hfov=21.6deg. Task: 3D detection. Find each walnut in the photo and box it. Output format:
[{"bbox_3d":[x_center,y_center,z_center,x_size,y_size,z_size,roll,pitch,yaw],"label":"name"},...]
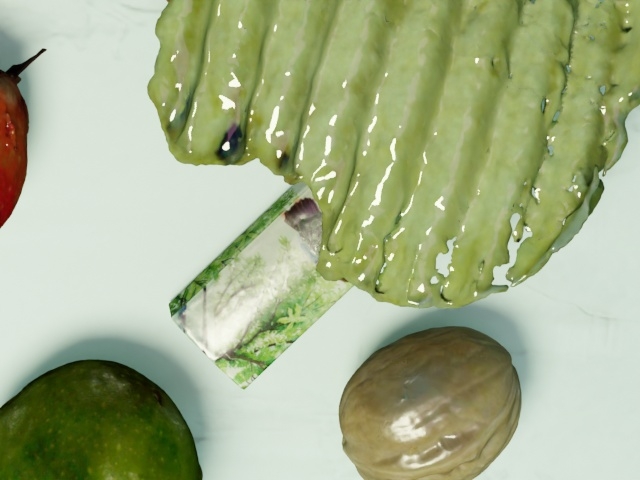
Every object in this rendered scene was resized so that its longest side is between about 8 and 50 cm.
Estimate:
[{"bbox_3d":[0.094,0.147,1.439,0.162,0.140,0.140,-20,106,9],"label":"walnut"}]

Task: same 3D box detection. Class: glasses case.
[{"bbox_3d":[0.000,0.000,1.426,0.272,0.062,0.095,-44,105,5],"label":"glasses case"}]

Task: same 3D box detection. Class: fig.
[{"bbox_3d":[-0.180,0.209,1.371,0.195,0.245,0.195,-8,112,-21],"label":"fig"}]

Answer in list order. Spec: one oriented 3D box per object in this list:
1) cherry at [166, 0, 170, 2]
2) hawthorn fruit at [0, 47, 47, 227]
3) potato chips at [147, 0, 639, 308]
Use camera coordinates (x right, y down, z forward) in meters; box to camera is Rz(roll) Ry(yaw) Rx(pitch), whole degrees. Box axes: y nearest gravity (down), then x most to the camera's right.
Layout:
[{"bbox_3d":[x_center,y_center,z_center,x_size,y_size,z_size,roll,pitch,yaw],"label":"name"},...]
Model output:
[{"bbox_3d":[-0.122,-0.234,1.344,0.225,0.090,0.107,8,115,0],"label":"cherry"},{"bbox_3d":[-0.309,-0.081,1.321,0.235,0.181,0.181,-40,105,-6],"label":"hawthorn fruit"},{"bbox_3d":[0.082,-0.158,1.332,0.373,0.097,0.389,38,84,-13],"label":"potato chips"}]
